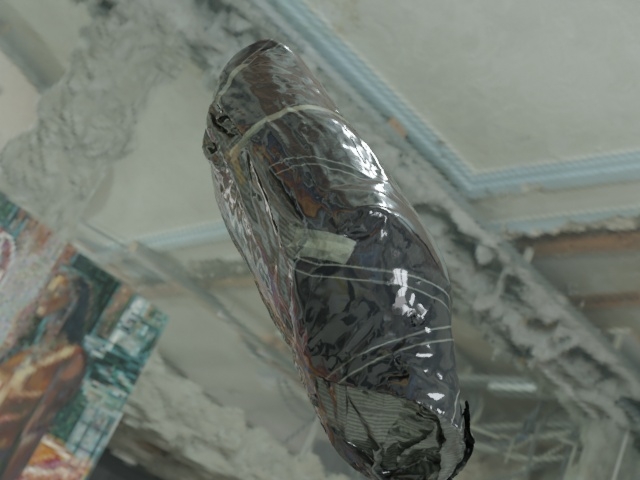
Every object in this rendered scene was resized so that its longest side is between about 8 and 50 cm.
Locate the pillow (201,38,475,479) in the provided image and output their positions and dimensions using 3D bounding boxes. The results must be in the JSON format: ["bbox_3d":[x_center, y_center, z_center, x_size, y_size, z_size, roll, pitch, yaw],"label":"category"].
[{"bbox_3d":[0.000,0.000,0.589,0.335,0.093,0.161,-121,-165,-54],"label":"pillow"}]
